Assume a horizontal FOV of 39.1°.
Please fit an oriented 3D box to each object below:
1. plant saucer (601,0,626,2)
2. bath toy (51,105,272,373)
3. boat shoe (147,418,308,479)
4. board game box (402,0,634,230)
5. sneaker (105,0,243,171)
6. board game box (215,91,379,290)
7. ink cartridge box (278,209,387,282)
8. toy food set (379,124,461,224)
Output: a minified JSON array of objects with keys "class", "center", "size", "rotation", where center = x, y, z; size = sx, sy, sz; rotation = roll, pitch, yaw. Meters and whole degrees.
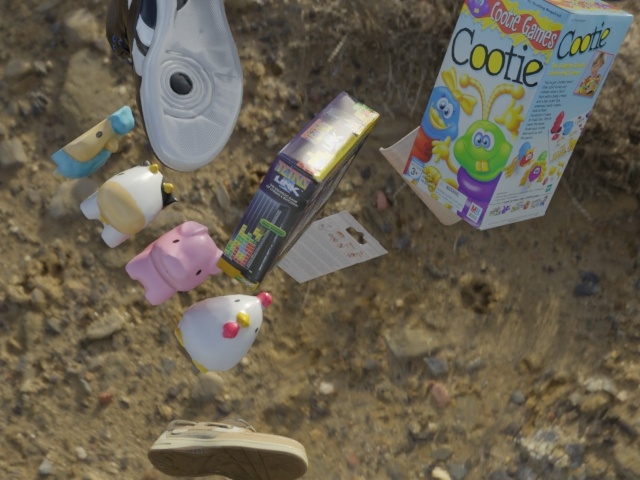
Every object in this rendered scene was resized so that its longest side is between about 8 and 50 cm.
[{"class":"plant saucer","center":[0.612,-0.640,1.818],"size":[0.050,0.310,0.310],"rotation":[-12,60,-29]},{"class":"bath toy","center":[-0.186,0.008,1.130],"size":[0.129,0.151,0.348],"rotation":[-34,101,1]},{"class":"boat shoe","center":[-0.175,0.396,1.759],"size":[0.341,0.121,0.110],"rotation":[-2,38,23]},{"class":"board game box","center":[0.234,-0.173,1.103],"size":[0.144,0.275,0.142],"rotation":[-11,40,-43]},{"class":"sneaker","center":[-0.125,-0.143,0.730],"size":[0.079,0.121,0.216],"rotation":[7,71,-31]},{"class":"board game box","center":[-0.019,-0.050,0.854],"size":[0.048,0.141,0.170],"rotation":[33,34,4]},{"class":"ink cartridge box","center":[0.000,0.000,1.885],"size":[0.225,0.181,0.056],"rotation":[-22,50,24]},{"class":"toy food set","center":[0.307,-0.195,1.866],"size":[0.306,0.219,0.092],"rotation":[-36,18,19]}]
